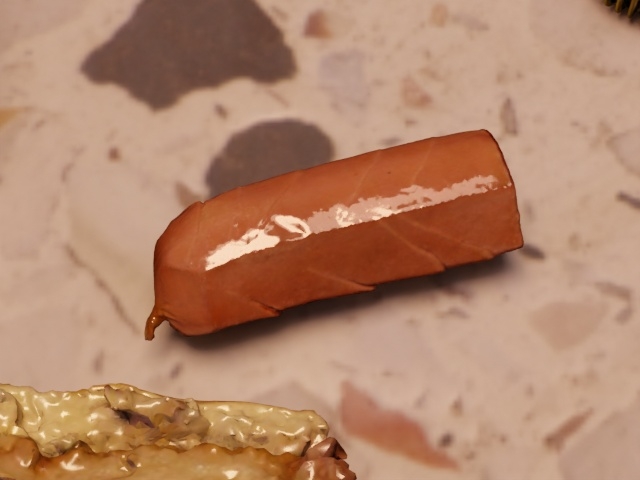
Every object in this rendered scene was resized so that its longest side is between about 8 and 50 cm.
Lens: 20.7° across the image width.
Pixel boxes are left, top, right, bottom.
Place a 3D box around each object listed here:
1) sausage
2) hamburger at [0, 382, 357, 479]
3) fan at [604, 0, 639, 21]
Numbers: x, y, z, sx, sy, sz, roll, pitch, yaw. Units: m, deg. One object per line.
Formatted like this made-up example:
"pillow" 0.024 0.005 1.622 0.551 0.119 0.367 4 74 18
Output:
"sausage" 0.000 0.000 0.763 0.169 0.065 0.065 -15 63 -7
"hamburger" -0.115 0.152 0.627 0.282 0.245 0.155 -42 31 23
"fan" 0.199 -0.153 0.855 0.155 0.039 0.082 -17 63 -11
